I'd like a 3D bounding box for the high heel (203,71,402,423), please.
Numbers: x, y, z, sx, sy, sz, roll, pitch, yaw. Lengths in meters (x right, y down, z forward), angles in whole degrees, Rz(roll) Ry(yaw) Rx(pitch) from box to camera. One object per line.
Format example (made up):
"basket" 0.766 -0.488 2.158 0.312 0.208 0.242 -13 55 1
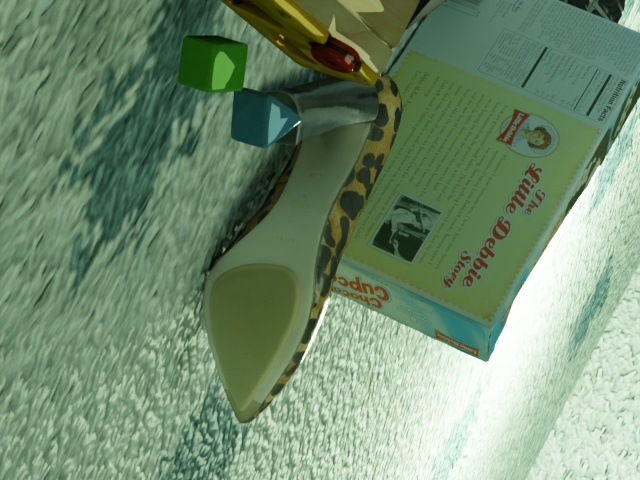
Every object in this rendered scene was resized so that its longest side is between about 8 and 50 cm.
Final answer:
"high heel" 0.000 0.000 1.444 0.186 0.093 0.261 -21 125 -60

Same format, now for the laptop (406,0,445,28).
"laptop" 0.333 -0.284 1.540 0.382 0.236 0.408 -39 174 -47

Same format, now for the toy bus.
"toy bus" -0.028 -0.172 1.084 0.191 0.104 0.202 -24 120 -38

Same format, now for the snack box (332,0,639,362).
"snack box" 0.127 -0.072 1.589 0.322 0.187 0.060 -57 162 -28

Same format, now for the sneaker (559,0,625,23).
"sneaker" 0.189 -0.200 1.790 0.110 0.107 0.275 -19 -158 51
